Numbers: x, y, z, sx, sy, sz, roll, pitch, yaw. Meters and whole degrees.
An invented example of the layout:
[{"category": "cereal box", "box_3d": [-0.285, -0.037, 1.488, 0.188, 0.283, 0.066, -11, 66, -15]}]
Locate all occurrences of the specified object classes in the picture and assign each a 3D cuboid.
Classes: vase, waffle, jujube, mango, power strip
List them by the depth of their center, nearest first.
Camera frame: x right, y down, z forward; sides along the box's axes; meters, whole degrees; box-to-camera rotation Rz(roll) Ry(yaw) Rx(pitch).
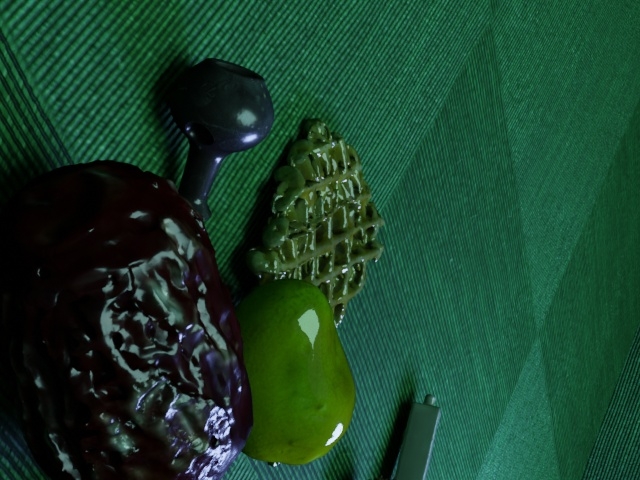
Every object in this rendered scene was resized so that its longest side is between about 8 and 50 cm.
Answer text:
[{"category": "jujube", "box_3d": [-0.189, 0.105, 1.089, 0.258, 0.258, 0.376, -49, 147, -43]}, {"category": "vase", "box_3d": [-0.125, -0.110, 1.255, 0.120, 0.120, 0.182, -13, 127, -61]}, {"category": "mango", "box_3d": [-0.055, 0.174, 1.437, 0.185, 0.149, 0.273, -21, 124, -5]}, {"category": "waffle", "box_3d": [0.000, 0.000, 1.569, 0.317, 0.073, 0.297, -64, 149, -25]}, {"category": "power strip", "box_3d": [0.159, 0.472, 2.045, 0.091, 0.062, 0.385, 69, 34, -73]}]

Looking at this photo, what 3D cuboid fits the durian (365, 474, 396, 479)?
[{"category": "durian", "box_3d": [0.072, 0.486, 1.896, 0.148, 0.091, 0.188, 44, 65, -45]}]
